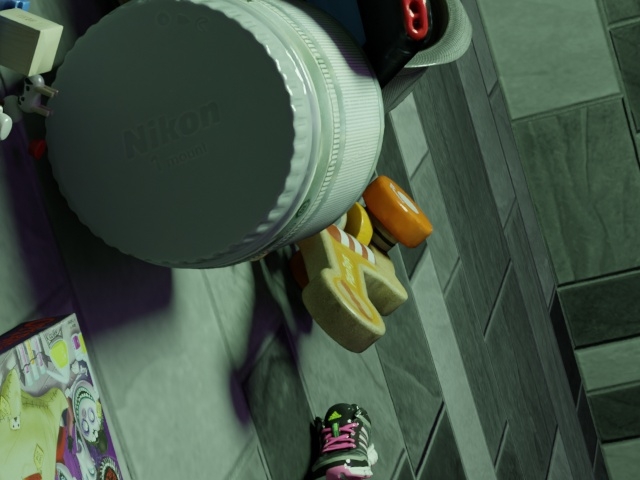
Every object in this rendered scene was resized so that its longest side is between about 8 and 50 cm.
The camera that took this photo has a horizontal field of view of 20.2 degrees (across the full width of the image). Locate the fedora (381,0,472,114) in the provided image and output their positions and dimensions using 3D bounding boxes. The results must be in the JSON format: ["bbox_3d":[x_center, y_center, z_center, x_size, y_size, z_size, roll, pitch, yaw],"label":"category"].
[{"bbox_3d":[0.049,-0.230,2.105,0.275,0.244,0.124,-99,-165,-50],"label":"fedora"}]

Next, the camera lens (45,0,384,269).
[{"bbox_3d":[-0.077,-0.093,1.447,0.274,0.219,0.219,-23,99,-74],"label":"camera lens"}]

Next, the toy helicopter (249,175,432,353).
[{"bbox_3d":[0.000,0.000,1.769,0.235,0.140,0.355,44,12,-19],"label":"toy helicopter"}]

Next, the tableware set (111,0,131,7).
[{"bbox_3d":[-0.169,-0.226,1.615,0.154,0.024,0.104,-88,161,-48],"label":"tableware set"}]

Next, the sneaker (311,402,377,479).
[{"bbox_3d":[0.020,0.206,1.838,0.170,0.063,0.075,-25,101,-79],"label":"sneaker"}]

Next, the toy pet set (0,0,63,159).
[{"bbox_3d":[-0.233,-0.110,1.258,0.122,0.065,0.114,-36,146,-70],"label":"toy pet set"}]

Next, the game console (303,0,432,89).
[{"bbox_3d":[0.004,-0.291,1.629,0.386,0.060,0.342,140,-58,-76],"label":"game console"}]

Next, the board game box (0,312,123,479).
[{"bbox_3d":[-0.202,0.180,1.105,0.347,0.056,0.208,-38,118,-73],"label":"board game box"}]
